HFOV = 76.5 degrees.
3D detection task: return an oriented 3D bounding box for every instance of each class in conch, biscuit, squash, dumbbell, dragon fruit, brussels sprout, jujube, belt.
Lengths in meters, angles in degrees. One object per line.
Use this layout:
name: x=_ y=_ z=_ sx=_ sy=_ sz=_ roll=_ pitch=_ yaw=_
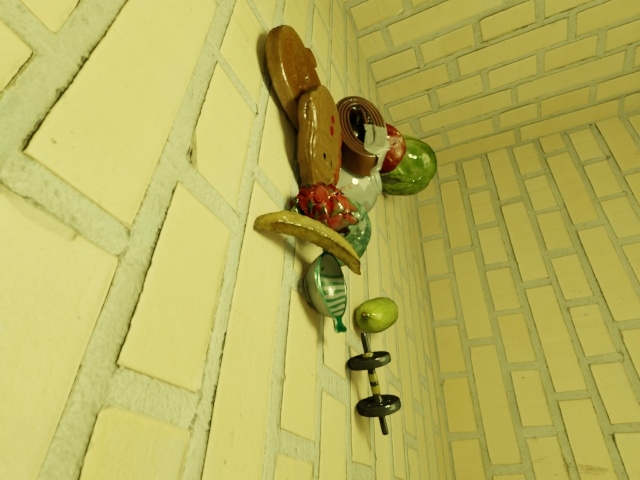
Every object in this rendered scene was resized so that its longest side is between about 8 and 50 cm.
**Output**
conch: x=0.076 y=-0.049 z=1.374 sx=0.220 sy=0.196 sz=0.277 roll=-55 pitch=161 yaw=-30
biscuit: x=-0.075 y=-0.533 z=1.385 sx=0.394 sy=0.070 sz=0.350 roll=59 pitch=31 yaw=-45
squash: x=0.205 y=0.286 z=1.531 sx=0.247 sy=0.133 sz=0.132 roll=5 pitch=73 yaw=-66
dumbbell: x=0.173 y=0.460 z=1.313 sx=0.143 sy=0.143 sz=0.325 roll=4 pitch=73 yaw=-68
dragon fruit: x=0.006 y=-0.084 z=1.188 sx=0.188 sy=0.182 sz=0.182 roll=55 pitch=29 yaw=-46
brussels sprout: x=0.509 y=-0.457 z=2.426 sx=0.425 sy=0.361 sz=0.342 roll=40 pitch=43 yaw=-58
jujube: x=0.229 y=-0.439 z=1.824 sx=0.318 sy=0.223 sz=0.223 roll=33 pitch=33 yaw=-7
biscuit: x=0.004 y=-0.311 z=1.354 sx=0.359 sy=0.074 sz=0.380 roll=34 pitch=58 yaw=-66
belt: x=0.153 y=-0.415 z=1.613 sx=0.122 sy=0.217 sz=0.338 roll=105 pitch=-24 yaw=-58

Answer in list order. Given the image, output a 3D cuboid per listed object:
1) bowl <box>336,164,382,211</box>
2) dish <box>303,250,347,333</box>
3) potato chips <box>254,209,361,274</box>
bowl: x=0.165 y=-0.247 z=1.714 sx=0.345 sy=0.157 sz=0.345 roll=-14 pitch=90 yaw=-69
dish: x=0.009 y=0.150 z=1.179 sx=0.224 sy=0.078 sz=0.246 roll=22 pitch=57 yaw=-65
potato chips: x=0.000 y=0.000 z=1.100 sx=0.407 sy=0.080 sz=0.057 roll=27 pitch=25 yaw=-41
